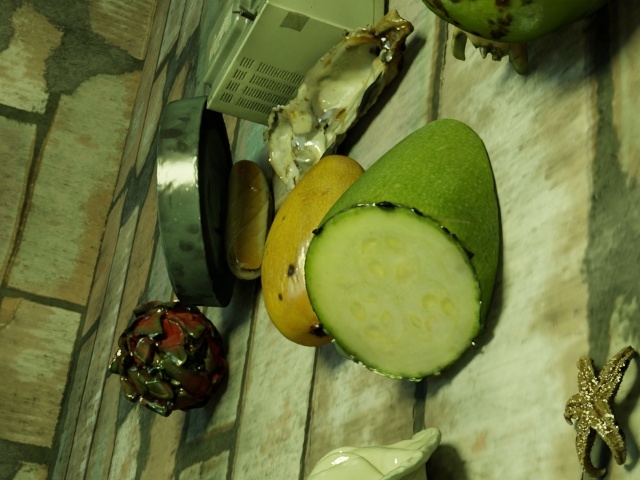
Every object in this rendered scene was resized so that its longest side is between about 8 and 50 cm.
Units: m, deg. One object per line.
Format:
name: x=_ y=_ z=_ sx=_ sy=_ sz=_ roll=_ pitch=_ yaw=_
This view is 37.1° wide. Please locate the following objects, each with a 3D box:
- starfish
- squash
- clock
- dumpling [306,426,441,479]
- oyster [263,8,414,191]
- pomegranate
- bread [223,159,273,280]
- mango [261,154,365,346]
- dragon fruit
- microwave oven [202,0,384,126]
starfish: x=0.186 y=0.108 z=0.637 sx=0.091 sy=0.028 sz=0.078 roll=-92 pitch=25 yaw=-51
squash: x=0.111 y=-0.005 z=0.926 sx=0.260 sy=0.189 sz=0.189 roll=-39 pitch=-16 yaw=-55
clock: x=-0.179 y=-0.057 z=1.424 sx=0.319 sy=0.066 sz=0.319 roll=-3 pitch=-90 yaw=-87
dumpling: x=0.042 y=0.210 z=0.764 sx=0.155 sy=0.111 sz=0.181 roll=120 pitch=170 yaw=-51
oyster: x=0.026 y=-0.174 z=1.217 sx=0.345 sy=0.078 sz=0.128 roll=-45 pitch=55 yaw=48
pomegranate: x=0.169 y=-0.240 z=0.782 sx=0.198 sy=0.246 sz=0.198 roll=-17 pitch=47 yaw=20
bread: x=-0.109 y=-0.028 z=1.439 sx=0.053 sy=0.073 sz=0.214 roll=103 pitch=167 yaw=-53
mango: x=-0.005 y=-0.001 z=1.093 sx=0.157 sy=0.109 sz=0.262 roll=124 pitch=155 yaw=-47
dragon fruit: x=-0.226 y=0.179 z=1.441 sx=0.182 sy=0.182 sz=0.188 roll=-60 pitch=11 yaw=31
microwave oven: x=-0.045 y=-0.278 z=1.302 sx=0.240 sy=0.194 sz=0.145 roll=133 pitch=149 yaw=-54
